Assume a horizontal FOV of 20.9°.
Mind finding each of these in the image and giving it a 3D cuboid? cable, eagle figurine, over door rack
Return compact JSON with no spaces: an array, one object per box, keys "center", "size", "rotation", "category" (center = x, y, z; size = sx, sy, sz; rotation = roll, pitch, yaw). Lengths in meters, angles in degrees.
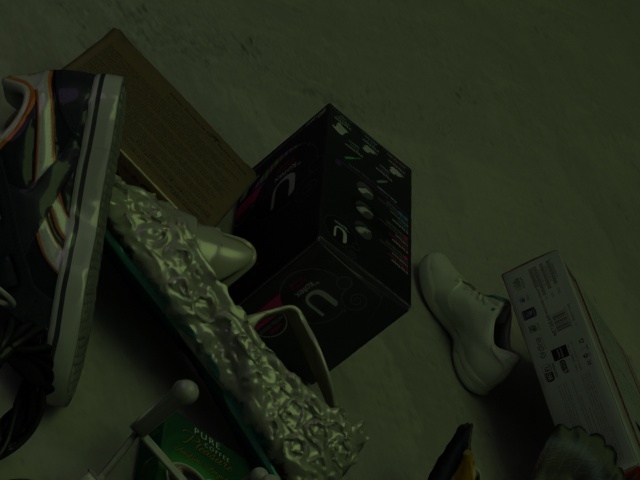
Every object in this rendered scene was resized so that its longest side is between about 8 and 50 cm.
[{"center":[-0.273,0.130,1.429],"size":[0.047,0.150,0.184],"rotation":[22,10,16],"category":"cable"},{"center":[0.154,0.301,1.756],"size":[0.226,0.225,0.298],"rotation":[46,33,17],"category":"eagle figurine"},{"center":[-0.081,0.245,1.453],"size":[0.239,0.108,0.324],"rotation":[49,12,-1],"category":"over door rack"}]

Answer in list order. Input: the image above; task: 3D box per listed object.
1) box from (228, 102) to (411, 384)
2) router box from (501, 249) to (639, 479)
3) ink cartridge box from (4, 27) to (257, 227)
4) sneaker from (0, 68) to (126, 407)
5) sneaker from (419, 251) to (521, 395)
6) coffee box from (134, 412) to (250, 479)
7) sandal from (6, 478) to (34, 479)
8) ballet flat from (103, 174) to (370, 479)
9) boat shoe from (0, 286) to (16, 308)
[{"center":[0.000,0.000,1.971],"size":[0.143,0.165,0.270],"rotation":[38,29,-22],"category":"box"},{"center":[0.362,0.225,2.209],"size":[0.301,0.082,0.335],"rotation":[50,19,-48],"category":"router box"},{"center":[-0.200,-0.096,1.883],"size":[0.235,0.088,0.193],"rotation":[46,26,-5],"category":"ink cartridge box"},{"center":[-0.263,-0.006,1.619],"size":[0.127,0.126,0.321],"rotation":[7,72,-3],"category":"sneaker"},{"center":[0.200,0.090,2.229],"size":[0.080,0.094,0.212],"rotation":[15,43,-46],"category":"sneaker"},{"center":[-0.122,0.252,1.615],"size":[0.113,0.040,0.184],"rotation":[36,31,-25],"category":"coffee box"},{"center":[-0.193,0.311,1.351],"size":[0.120,0.086,0.303],"rotation":[-20,64,-31],"category":"sandal"},{"center":[-0.094,0.082,1.750],"size":[0.409,0.147,0.147],"rotation":[55,28,1],"category":"ballet flat"},{"center":[-0.336,0.048,1.430],"size":[0.136,0.156,0.367],"rotation":[43,28,-12],"category":"boat shoe"}]
